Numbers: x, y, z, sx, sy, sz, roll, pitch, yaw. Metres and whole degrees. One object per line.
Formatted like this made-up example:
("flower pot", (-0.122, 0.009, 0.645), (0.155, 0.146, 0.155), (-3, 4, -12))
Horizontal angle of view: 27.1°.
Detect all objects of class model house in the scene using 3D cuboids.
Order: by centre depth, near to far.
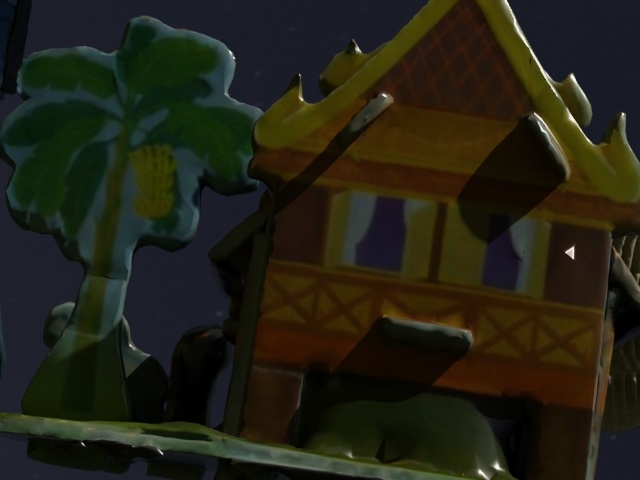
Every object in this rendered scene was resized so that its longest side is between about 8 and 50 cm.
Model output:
("model house", (0.000, 0.000, 0.765), (0.357, 0.242, 0.313), (7, -105, 3))

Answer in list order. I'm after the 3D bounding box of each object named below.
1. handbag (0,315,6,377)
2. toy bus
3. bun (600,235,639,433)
("handbag", (-0.322, 0.023, 0.905), (0.229, 0.062, 0.179), (-3, -89, 26))
("toy bus", (-0.339, -0.171, 1.148), (0.184, 0.106, 0.090), (0, -100, 46))
("bun", (0.265, 0.059, 1.218), (0.134, 0.220, 0.220), (-137, -148, -82))
